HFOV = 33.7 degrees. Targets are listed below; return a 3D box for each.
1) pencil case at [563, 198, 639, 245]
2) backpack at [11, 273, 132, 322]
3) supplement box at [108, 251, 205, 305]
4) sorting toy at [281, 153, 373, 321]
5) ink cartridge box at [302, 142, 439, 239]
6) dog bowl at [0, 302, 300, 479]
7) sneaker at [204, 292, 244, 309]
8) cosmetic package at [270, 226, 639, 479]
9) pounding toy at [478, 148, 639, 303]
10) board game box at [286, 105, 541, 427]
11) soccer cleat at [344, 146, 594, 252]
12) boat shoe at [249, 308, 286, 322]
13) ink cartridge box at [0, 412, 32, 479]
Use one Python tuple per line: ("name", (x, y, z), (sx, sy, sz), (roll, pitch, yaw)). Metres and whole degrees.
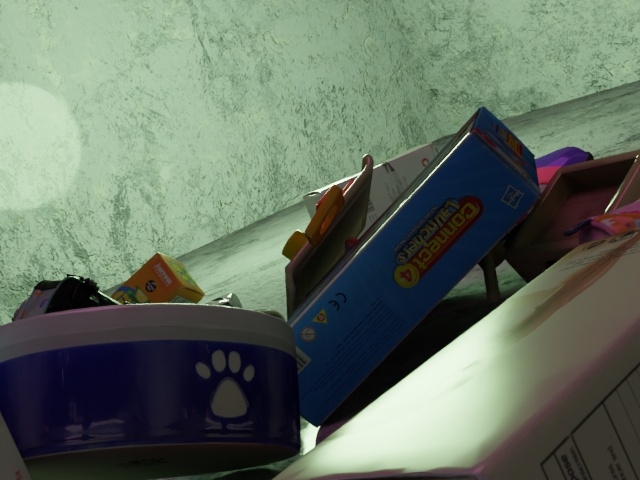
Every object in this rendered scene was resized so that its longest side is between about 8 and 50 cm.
("pencil case", (0.349, -0.017, 0.886), (0.284, 0.124, 0.124), (-25, 7, -10))
("backpack", (-0.330, 0.159, 1.362), (0.144, 0.166, 0.188), (-15, 49, 43))
("supplement box", (-0.282, 0.124, 1.522), (0.233, 0.078, 0.080), (-43, -25, 3))
("sorting toy", (0.000, 0.000, 1.300), (0.196, 0.047, 0.347), (-56, -11, -19))
("ink cartridge box", (0.104, -0.043, 1.676), (0.218, 0.158, 0.092), (-24, 7, -20))
("dog bowl", (-0.149, 0.134, 0.869), (0.265, 0.104, 0.265), (-5, -17, -2))
("sneaker", (-0.187, 0.145, 1.425), (0.153, 0.094, 0.235), (-26, 11, 9))
("cosmetic package", (0.132, 0.105, 0.499), (0.129, 0.153, 0.296), (-17, 7, 45))
("pounding toy", (0.241, 0.018, 1.054), (0.181, 0.094, 0.206), (-54, 20, -24))
("board game box", (0.089, 0.012, 1.089), (0.308, 0.086, 0.302), (-48, 0, 16))
("soccer cleat", (0.176, -0.031, 1.268), (0.318, 0.116, 0.108), (-35, 4, 16))
("boat shoe", (-0.089, 0.131, 1.243), (0.088, 0.096, 0.267), (-26, -2, 8))
("ink cartridge box", (-0.308, 0.207, 0.720), (0.171, 0.232, 0.168), (-17, 10, 33))
